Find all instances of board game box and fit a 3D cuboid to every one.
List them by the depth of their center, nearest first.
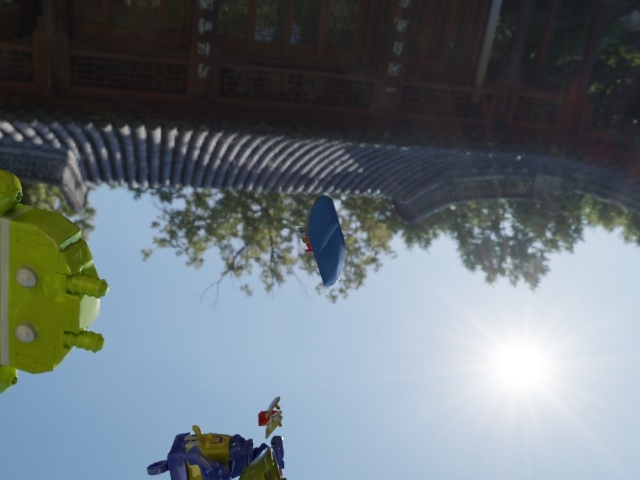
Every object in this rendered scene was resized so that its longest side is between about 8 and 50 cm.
[{"bbox_3d":[0.000,0.000,1.167,0.033,0.168,0.133,-3,-149,25],"label":"board game box"}]

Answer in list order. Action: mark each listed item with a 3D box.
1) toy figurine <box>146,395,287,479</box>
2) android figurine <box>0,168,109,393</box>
[{"bbox_3d":[-0.162,0.375,0.973,0.217,0.191,0.362,-2,-177,-5],"label":"toy figurine"},{"bbox_3d":[-0.337,0.040,0.627,0.273,0.248,0.056,17,-157,6],"label":"android figurine"}]
